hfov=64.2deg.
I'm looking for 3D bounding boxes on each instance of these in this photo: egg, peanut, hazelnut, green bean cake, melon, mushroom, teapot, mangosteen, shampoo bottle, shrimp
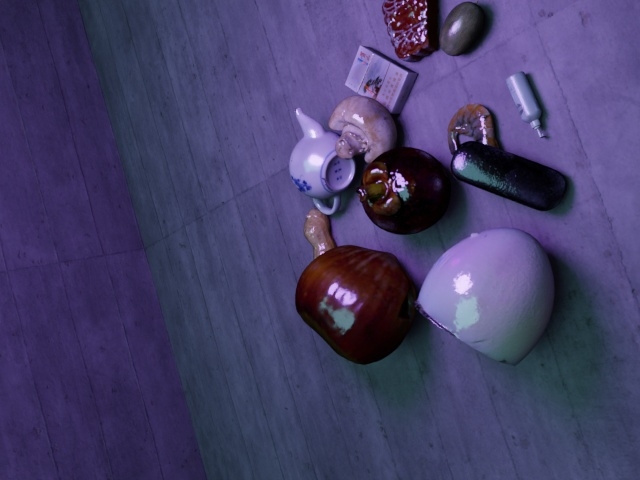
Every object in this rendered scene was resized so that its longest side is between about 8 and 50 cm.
[{"bbox_3d":[0.495,0.126,1.450,0.355,0.355,0.339,36,101,33],"label":"egg"},{"bbox_3d":[0.000,0.000,2.036,0.101,0.118,0.262,156,97,-74],"label":"peanut"},{"bbox_3d":[0.127,0.229,1.800,0.429,0.403,0.401,28,116,42],"label":"hazelnut"},{"bbox_3d":[0.302,-0.703,1.618,0.199,0.097,0.232,-15,87,44],"label":"green bean cake"},{"bbox_3d":[0.420,-0.630,1.511,0.114,0.114,0.167,47,126,27],"label":"melon"},{"bbox_3d":[0.144,-0.379,1.722,0.254,0.195,0.189,42,151,7],"label":"mushroom"},{"bbox_3d":[-0.011,-0.284,1.896,0.280,0.252,0.423,28,140,48],"label":"teapot"},{"bbox_3d":[0.260,-0.167,1.634,0.297,0.293,0.297,-28,39,25],"label":"mangosteen"},{"bbox_3d":[0.586,-0.379,1.442,0.056,0.056,0.195,-29,78,43],"label":"shampoo bottle"},{"bbox_3d":[0.477,-0.273,1.575,0.169,0.058,0.295,-21,81,53],"label":"shrimp"}]

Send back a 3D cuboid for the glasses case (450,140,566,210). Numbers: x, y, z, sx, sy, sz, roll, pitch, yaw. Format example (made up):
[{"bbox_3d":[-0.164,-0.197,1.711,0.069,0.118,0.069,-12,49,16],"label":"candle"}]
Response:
[{"bbox_3d":[0.532,-0.186,1.460,0.321,0.082,0.122,24,100,16],"label":"glasses case"}]

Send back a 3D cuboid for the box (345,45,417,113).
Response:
[{"bbox_3d":[0.205,-0.556,1.760,0.233,0.067,0.149,42,123,30],"label":"box"}]
